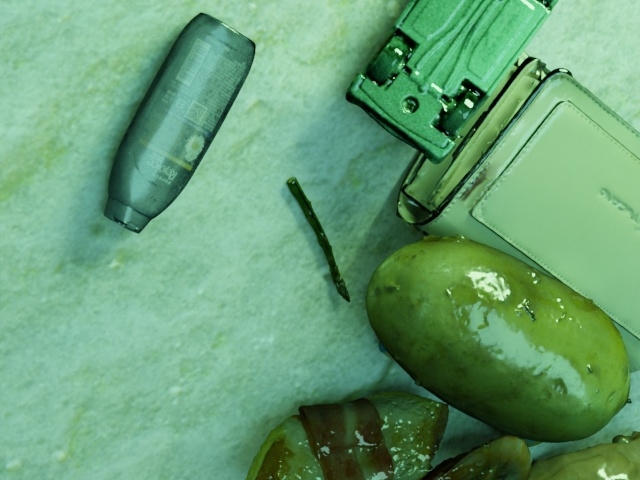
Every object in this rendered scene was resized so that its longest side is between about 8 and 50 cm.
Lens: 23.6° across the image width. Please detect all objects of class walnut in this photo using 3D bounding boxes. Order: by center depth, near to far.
[{"bbox_3d":[0.353,0.345,1.893,0.204,0.141,0.238,37,84,-23],"label":"walnut"}]

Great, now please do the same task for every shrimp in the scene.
[{"bbox_3d":[0.155,0.296,1.777,0.287,0.063,0.152,-3,127,-50],"label":"shrimp"}]

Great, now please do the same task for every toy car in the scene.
[{"bbox_3d":[0.169,-0.241,1.664,0.141,0.097,0.321,36,85,-3],"label":"toy car"}]

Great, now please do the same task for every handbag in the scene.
[{"bbox_3d":[0.287,-0.028,1.757,0.358,0.160,0.237,35,93,-27],"label":"handbag"}]

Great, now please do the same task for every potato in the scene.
[{"bbox_3d":[0.187,0.105,1.632,0.307,0.210,0.173,32,83,-21],"label":"potato"}]

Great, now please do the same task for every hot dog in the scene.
[{"bbox_3d":[0.023,0.243,1.737,0.261,0.093,0.123,-7,82,-24],"label":"hot dog"}]

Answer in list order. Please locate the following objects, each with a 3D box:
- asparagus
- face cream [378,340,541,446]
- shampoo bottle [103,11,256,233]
[{"bbox_3d":[0.000,0.000,1.709,0.016,0.016,0.163,-44,120,-39],"label":"asparagus"},{"bbox_3d":[0.192,0.132,1.794,0.285,0.067,0.139,35,105,-28],"label":"face cream"},{"bbox_3d":[-0.150,-0.118,1.587,0.087,0.049,0.234,28,90,-30],"label":"shampoo bottle"}]
